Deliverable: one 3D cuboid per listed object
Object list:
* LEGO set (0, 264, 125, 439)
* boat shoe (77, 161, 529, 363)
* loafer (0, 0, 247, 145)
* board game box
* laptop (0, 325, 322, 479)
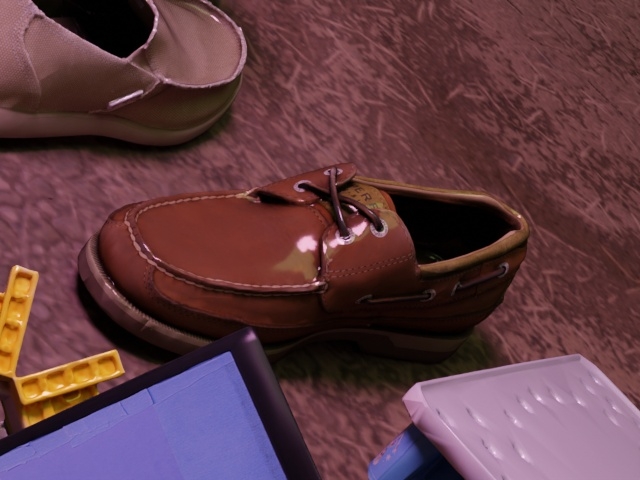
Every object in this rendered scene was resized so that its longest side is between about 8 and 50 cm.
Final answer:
[{"bbox_3d":[-0.154,0.089,0.733,0.287,0.107,0.132,40,63,-11],"label":"LEGO set"},{"bbox_3d":[0.000,0.000,0.993,0.307,0.104,0.111,2,47,-49],"label":"boat shoe"},{"bbox_3d":[-0.122,-0.116,1.021,0.102,0.092,0.268,50,30,15],"label":"loafer"},{"bbox_3d":[0.217,0.222,0.895,0.390,0.050,0.390,47,13,15],"label":"board game box"},{"bbox_3d":[-0.106,0.167,0.563,0.264,0.136,0.234,-1,60,-51],"label":"laptop"}]
